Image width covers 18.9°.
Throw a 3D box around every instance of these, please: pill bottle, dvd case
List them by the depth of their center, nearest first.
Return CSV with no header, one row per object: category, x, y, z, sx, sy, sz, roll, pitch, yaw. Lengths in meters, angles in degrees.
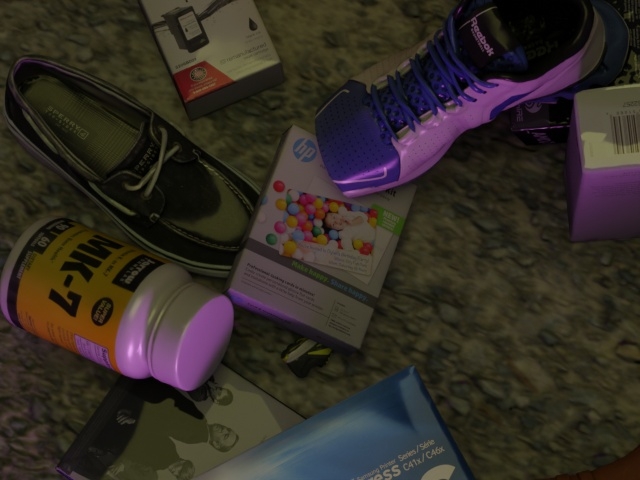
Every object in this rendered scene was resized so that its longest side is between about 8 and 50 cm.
pill bottle,-0.196,0.063,1.864,0.208,0.119,0.119,21,77,24
dvd case,-0.112,0.216,1.886,0.238,0.029,0.179,33,79,11

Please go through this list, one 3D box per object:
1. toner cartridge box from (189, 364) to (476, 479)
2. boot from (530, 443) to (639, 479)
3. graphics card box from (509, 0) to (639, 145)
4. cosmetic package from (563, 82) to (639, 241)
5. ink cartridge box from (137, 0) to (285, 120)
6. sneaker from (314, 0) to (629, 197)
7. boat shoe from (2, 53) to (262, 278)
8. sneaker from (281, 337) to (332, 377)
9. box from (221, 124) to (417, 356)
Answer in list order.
toner cartridge box,-0.026,0.271,1.811,0.348,0.075,0.165,-28,75,-5
boot,0.276,0.231,1.837,0.152,0.073,0.197,2,72,8
graphics card box,0.367,-0.224,1.893,0.371,0.094,0.233,-5,83,14
cosmetic package,0.295,-0.071,1.833,0.117,0.231,0.085,-4,75,2
ink cartridge box,-0.116,-0.217,1.987,0.109,0.063,0.150,-24,75,-3
sneaker,0.129,-0.165,1.809,0.315,0.182,0.127,-25,75,10
boat shoe,-0.184,-0.070,1.920,0.335,0.119,0.121,29,78,8
sneaker,0.000,0.105,1.913,0.083,0.031,0.035,-32,106,-14
box,0.000,0.000,1.895,0.145,0.038,0.186,26,67,-13
